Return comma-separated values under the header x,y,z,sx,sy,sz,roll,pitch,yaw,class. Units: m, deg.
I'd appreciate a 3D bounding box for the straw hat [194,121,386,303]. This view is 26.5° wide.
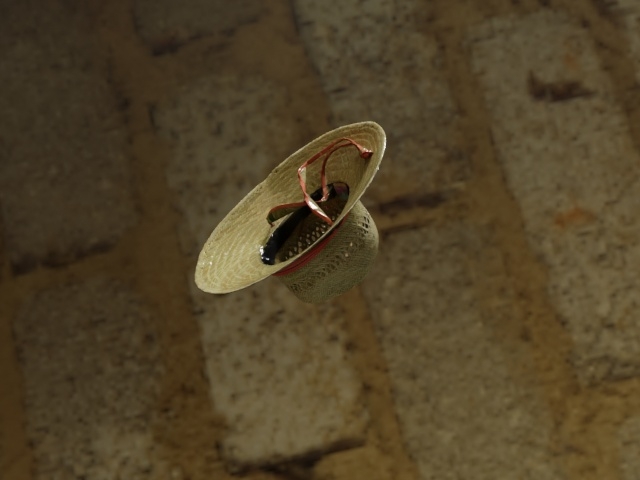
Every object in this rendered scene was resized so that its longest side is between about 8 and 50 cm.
x,y,z,sx,sy,sz,roll,pitch,yaw,class
0.000,0.000,0.804,0.061,0.144,0.144,50,9,-24,straw hat
